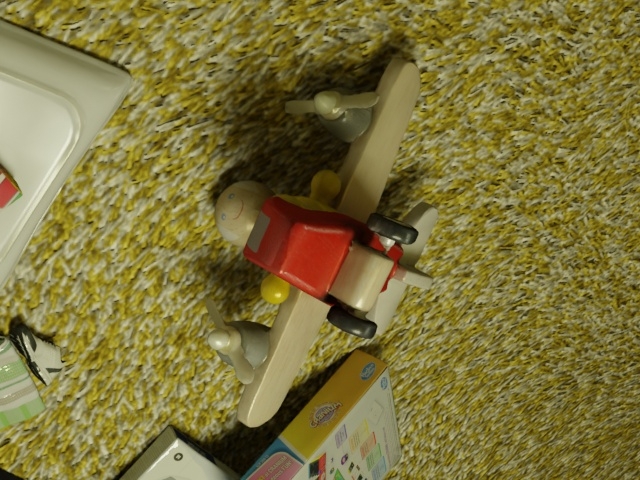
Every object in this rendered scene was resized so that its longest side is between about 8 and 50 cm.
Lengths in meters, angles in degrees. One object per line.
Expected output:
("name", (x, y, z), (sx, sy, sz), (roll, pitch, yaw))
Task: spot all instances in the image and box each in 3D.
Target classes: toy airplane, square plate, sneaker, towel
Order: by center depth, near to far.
("square plate", (-0.415, -0.087, 1.342), (0.347, 0.049, 0.344), (20, 112, -43))
("toy airplane", (0.000, 0.000, 1.585), (0.386, 0.272, 0.384), (-56, 164, -38))
("sneaker", (-0.357, 0.136, 1.588), (0.044, 0.040, 0.109), (-42, 144, -21))
("towel", (-0.422, 0.193, 1.591), (0.113, 0.023, 0.152), (-23, 136, -9))

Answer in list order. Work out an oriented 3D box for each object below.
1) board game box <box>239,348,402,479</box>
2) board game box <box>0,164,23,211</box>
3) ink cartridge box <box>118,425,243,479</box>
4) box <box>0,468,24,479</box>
("board game box", (0.001, 0.354, 1.902), (0.316, 0.064, 0.242), (-45, 144, -31))
("board game box", (-0.425, -0.093, 1.271), (0.124, 0.039, 0.259), (-37, 135, -3))
("ink cartridge box", (-0.218, 0.415, 1.860), (0.224, 0.045, 0.223), (-47, 121, 3))
("box", (-0.437, 0.416, 1.727), (0.156, 0.093, 0.158), (-43, 136, 5))
